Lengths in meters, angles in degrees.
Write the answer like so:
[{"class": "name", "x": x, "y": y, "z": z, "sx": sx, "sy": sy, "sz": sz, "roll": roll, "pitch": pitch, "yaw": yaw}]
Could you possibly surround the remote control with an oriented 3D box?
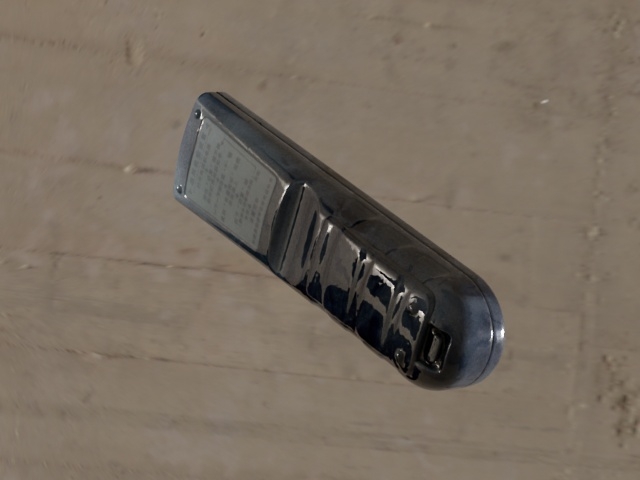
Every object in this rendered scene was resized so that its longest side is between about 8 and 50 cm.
[{"class": "remote control", "x": 0.001, "y": 0.000, "z": 0.511, "sx": 0.027, "sy": 0.152, "sz": 0.043, "roll": -10, "pitch": -57, "yaw": -37}]
